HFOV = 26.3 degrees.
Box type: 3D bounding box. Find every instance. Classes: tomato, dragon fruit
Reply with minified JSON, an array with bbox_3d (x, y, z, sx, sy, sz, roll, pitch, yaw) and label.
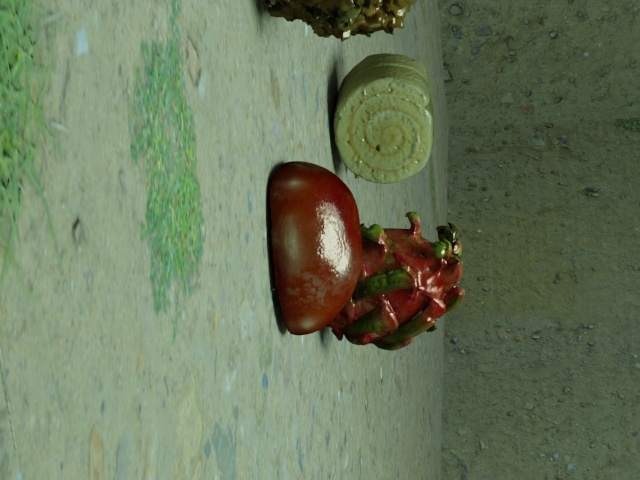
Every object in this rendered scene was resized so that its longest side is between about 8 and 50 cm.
[{"bbox_3d":[0.001,0.005,1.391,0.166,0.082,0.174,-43,128,-80],"label":"tomato"},{"bbox_3d":[0.086,0.043,1.633,0.160,0.172,0.166,73,16,-59],"label":"dragon fruit"}]

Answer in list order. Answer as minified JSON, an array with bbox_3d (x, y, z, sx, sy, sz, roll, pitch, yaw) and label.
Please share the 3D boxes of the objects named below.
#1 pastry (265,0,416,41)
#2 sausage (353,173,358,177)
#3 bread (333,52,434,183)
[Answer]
[{"bbox_3d":[0.035,-0.327,1.336,0.275,0.193,0.275,-1,90,-82],"label":"pastry"},{"bbox_3d":[0.050,-0.140,1.921,0.031,0.031,0.107,51,39,-76],"label":"sausage"},{"bbox_3d":[0.085,-0.165,1.822,0.141,0.134,0.148,-82,178,-67],"label":"bread"}]
